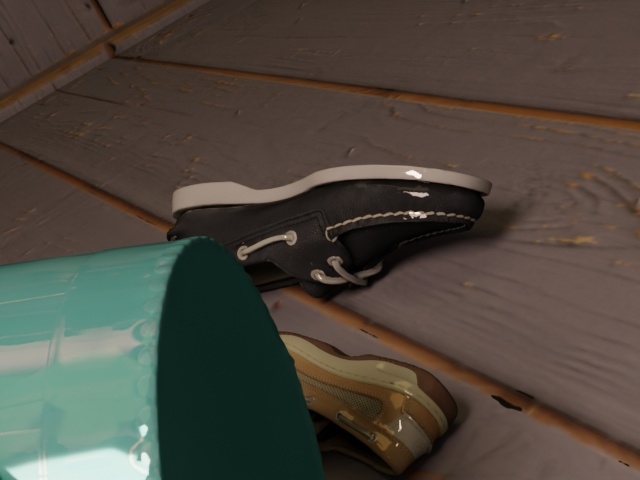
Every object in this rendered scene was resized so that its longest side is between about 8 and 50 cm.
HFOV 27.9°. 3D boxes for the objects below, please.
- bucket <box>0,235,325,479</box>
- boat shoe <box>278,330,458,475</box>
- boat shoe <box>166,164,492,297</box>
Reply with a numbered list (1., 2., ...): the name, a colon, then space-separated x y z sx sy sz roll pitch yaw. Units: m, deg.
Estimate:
1. bucket: -0.108 0.134 0.556 0.183 0.281 0.281 -14 23 12
2. boat shoe: -0.007 0.104 0.790 0.190 0.068 0.072 1 46 52
3. boat shoe: 0.000 0.000 0.993 0.114 0.091 0.302 14 -15 -43
